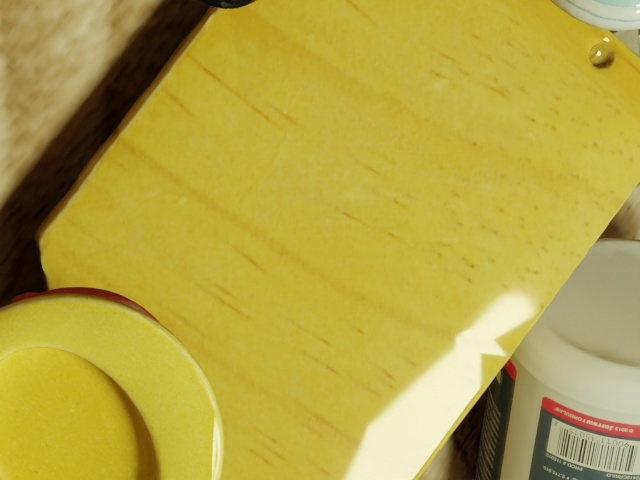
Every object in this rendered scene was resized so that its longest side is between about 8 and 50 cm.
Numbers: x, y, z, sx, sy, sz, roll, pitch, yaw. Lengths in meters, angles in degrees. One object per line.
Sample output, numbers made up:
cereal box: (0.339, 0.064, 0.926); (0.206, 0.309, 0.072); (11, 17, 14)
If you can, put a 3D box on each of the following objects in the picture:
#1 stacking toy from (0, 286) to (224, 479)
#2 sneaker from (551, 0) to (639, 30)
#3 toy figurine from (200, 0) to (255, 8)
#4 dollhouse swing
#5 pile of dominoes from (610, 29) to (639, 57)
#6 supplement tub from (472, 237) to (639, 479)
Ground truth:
stacking toy: (-0.218, 0.033, 0.762); (0.279, 0.130, 0.309); (-32, 101, 3)
sneaker: (0.170, -0.281, 0.935); (0.208, 0.127, 0.319); (90, 10, -70)
toy figurine: (-0.075, -0.206, 0.779); (0.213, 0.148, 0.209); (12, 107, -55)
dollhouse swing: (0.000, 0.000, 1.125); (0.315, 0.305, 0.347); (39, 84, -15)
pile of dominoes: (0.235, -0.196, 1.302); (0.251, 0.040, 0.196); (-12, 127, -37)
supplement tub: (0.216, 0.153, 1.403); (0.191, 0.191, 0.272); (-28, 137, -36)
